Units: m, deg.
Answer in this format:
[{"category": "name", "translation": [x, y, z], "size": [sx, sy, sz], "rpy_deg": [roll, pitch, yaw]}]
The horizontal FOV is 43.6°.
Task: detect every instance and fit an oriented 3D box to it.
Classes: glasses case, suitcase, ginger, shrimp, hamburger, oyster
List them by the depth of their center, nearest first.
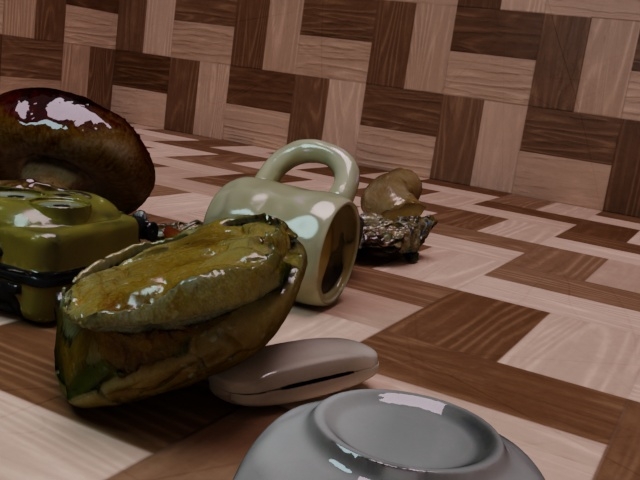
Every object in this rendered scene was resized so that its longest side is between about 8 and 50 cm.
[{"category": "hamburger", "translation": [-0.138, 0.069, 0.812], "size": [0.266, 0.134, 0.285], "rpy_deg": [-12, 15, 8]}, {"category": "glasses case", "translation": [-0.025, 0.138, 0.859], "size": [0.204, 0.051, 0.081], "rpy_deg": [-4, 10, -37]}, {"category": "suitcase", "translation": [-0.354, 0.008, 1.055], "size": [0.194, 0.143, 0.235], "rpy_deg": [13, 13, 24]}, {"category": "shrimp", "translation": [-0.198, 0.005, 1.398], "size": [0.267, 0.061, 0.145], "rpy_deg": [12, 20, 13]}, {"category": "oyster", "translation": [0.118, -0.009, 1.603], "size": [0.260, 0.092, 0.198], "rpy_deg": [1, 9, -19]}, {"category": "ginger", "translation": [0.178, -0.100, 1.974], "size": [0.152, 0.138, 0.267], "rpy_deg": [22, 24, 0]}]

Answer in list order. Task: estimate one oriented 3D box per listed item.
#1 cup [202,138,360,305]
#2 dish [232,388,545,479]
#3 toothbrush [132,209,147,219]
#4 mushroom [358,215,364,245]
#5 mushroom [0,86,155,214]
[{"category": "cup", "translation": [-0.053, -0.042, 1.220], "size": [0.202, 0.255, 0.173], "rpy_deg": [13, 0, 22]}, {"category": "dish", "translation": [0.052, 0.180, 0.550], "size": [0.256, 0.117, 0.256], "rpy_deg": [7, 12, -2]}, {"category": "toothbrush", "translation": [-0.333, -0.043, 1.491], "size": [0.030, 0.030, 0.304], "rpy_deg": [5, 0, -15]}, {"category": "mushroom", "translation": [0.000, 0.000, 1.396], "size": [0.141, 0.117, 0.188], "rpy_deg": [0, 6, 25]}, {"category": "mushroom", "translation": [-0.467, -0.112, 1.463], "size": [0.331, 0.356, 0.334], "rpy_deg": [-5, -26, -20]}]
